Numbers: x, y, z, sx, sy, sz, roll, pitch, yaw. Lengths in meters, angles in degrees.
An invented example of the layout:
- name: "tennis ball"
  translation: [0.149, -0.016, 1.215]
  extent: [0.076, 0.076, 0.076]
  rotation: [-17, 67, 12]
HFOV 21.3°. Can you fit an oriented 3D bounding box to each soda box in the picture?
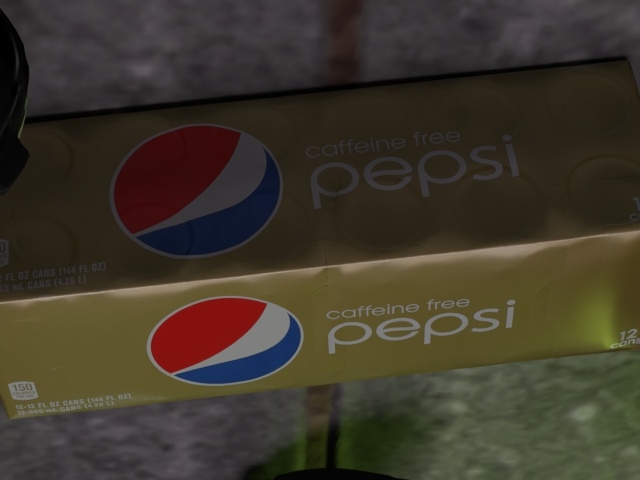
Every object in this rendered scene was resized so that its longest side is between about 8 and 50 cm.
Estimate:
- name: "soda box"
  translation: [0.000, 0.000, 0.461]
  extent: [0.181, 0.061, 0.058]
  rotation: [-6, 143, -2]

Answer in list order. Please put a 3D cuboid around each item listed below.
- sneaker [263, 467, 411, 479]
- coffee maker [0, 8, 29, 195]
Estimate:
- name: "sneaker"
  translation: [-0.008, 0.145, 0.660]
  extent: [0.098, 0.083, 0.224]
  rotation: [-1, 153, -45]
- name: "coffee maker"
  translation: [-0.166, 0.000, 0.384]
  extent: [0.171, 0.120, 0.178]
  rotation: [8, 140, -19]
